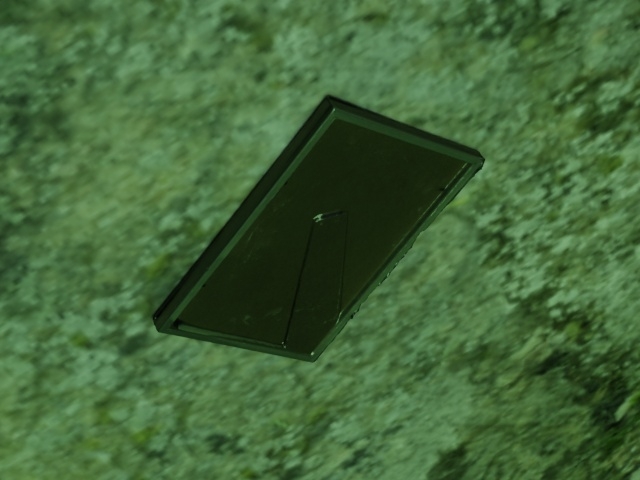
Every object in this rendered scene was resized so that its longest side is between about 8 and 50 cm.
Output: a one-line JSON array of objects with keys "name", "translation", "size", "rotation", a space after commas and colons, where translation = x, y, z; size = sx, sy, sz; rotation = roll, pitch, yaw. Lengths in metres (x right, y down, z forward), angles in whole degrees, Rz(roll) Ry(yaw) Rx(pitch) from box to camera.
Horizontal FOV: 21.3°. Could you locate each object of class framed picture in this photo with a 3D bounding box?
[{"name": "framed picture", "translation": [0.000, 0.000, 0.832], "size": [0.109, 0.011, 0.149], "rotation": [17, 122, -43]}]
